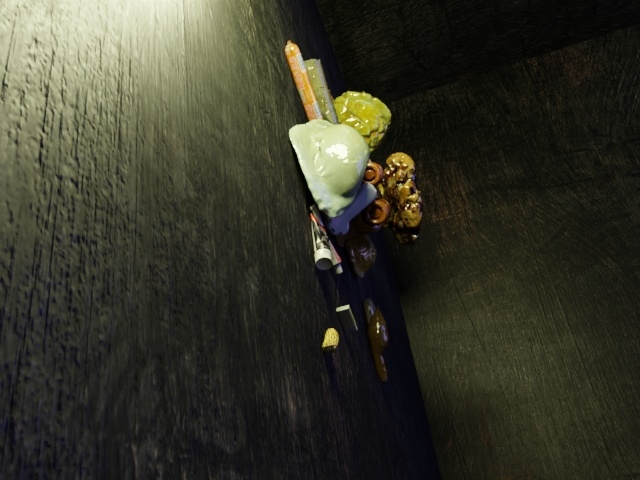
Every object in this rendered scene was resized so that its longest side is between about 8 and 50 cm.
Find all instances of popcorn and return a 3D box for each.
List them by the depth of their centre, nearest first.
[{"bbox_3d":[0.145,-0.492,2.336,0.247,0.282,0.282,156,-80,-69],"label":"popcorn"}]

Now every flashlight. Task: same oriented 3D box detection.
[{"bbox_3d":[0.094,-0.101,1.725,0.093,0.200,0.047,48,-6,-26],"label":"flashlight"}]

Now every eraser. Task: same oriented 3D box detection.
[{"bbox_3d":[0.075,0.222,1.553,0.019,0.038,0.083,-89,160,-63],"label":"eraser"}]

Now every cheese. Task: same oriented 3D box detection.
[{"bbox_3d":[0.193,0.310,2.034,0.097,0.038,0.192,57,20,-55],"label":"cheese"}]

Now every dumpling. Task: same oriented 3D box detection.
[{"bbox_3d":[0.049,-0.240,1.631,0.320,0.212,0.269,-105,173,-68],"label":"dumpling"}]

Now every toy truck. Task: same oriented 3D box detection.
[{"bbox_3d":[0.125,-0.136,1.864,0.204,0.212,0.287,-41,119,-79],"label":"toy truck"}]

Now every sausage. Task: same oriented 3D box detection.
[{"bbox_3d":[-0.051,-0.522,1.926,0.053,0.053,0.347,-86,158,-60],"label":"sausage"}]

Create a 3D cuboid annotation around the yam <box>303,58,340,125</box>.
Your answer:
[{"bbox_3d":[-0.008,-0.524,2.014,0.106,0.106,0.259,-67,142,-73],"label":"yam"}]

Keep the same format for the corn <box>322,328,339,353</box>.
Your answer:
[{"bbox_3d":[0.025,0.234,1.291,0.092,0.037,0.037,-78,151,-75],"label":"corn"}]

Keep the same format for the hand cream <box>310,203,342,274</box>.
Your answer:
[{"bbox_3d":[0.017,-0.003,1.610,0.216,0.038,0.052,69,-16,-8],"label":"hand cream"}]

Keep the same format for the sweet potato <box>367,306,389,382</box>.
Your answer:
[{"bbox_3d":[0.205,0.362,1.942,0.075,0.075,0.269,43,42,-70],"label":"sweet potato"}]

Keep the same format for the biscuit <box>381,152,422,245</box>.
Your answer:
[{"bbox_3d":[0.277,-0.141,1.947,0.289,0.081,0.333,-120,-158,-68],"label":"biscuit"}]

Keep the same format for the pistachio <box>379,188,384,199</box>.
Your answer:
[{"bbox_3d":[0.160,-0.153,2.122,0.299,0.188,0.187,59,17,-81],"label":"pistachio"}]

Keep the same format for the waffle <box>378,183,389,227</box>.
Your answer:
[{"bbox_3d":[0.288,-0.183,2.628,0.324,0.261,0.151,63,8,-57],"label":"waffle"}]

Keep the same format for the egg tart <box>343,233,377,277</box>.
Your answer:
[{"bbox_3d":[0.145,0.026,2.066,0.252,0.099,0.231,28,44,-70],"label":"egg tart"}]

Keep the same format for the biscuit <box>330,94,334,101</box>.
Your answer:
[{"bbox_3d":[0.066,-0.622,2.718,0.254,0.035,0.253,-16,90,-79],"label":"biscuit"}]

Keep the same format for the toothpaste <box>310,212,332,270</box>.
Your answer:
[{"bbox_3d":[0.000,0.000,1.484,0.071,0.045,0.193,49,20,-32],"label":"toothpaste"}]
